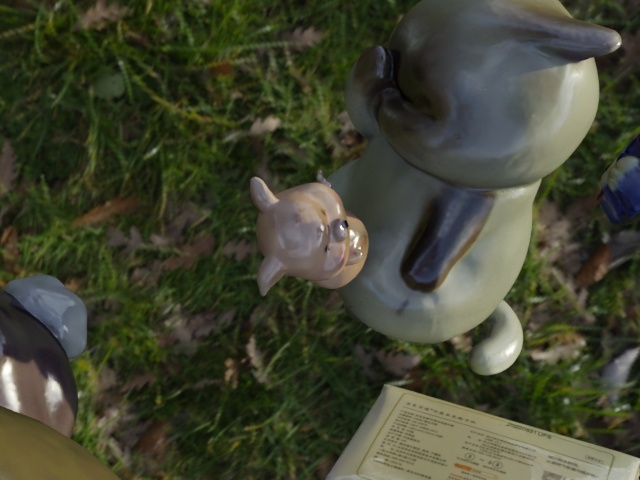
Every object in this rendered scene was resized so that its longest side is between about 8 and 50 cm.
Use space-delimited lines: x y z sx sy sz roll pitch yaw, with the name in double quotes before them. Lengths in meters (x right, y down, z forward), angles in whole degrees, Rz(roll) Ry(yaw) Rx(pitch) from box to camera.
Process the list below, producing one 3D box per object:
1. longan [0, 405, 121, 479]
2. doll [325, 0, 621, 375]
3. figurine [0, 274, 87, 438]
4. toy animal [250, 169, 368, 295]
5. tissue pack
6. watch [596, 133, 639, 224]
"longan" -0.188 0.195 0.499 0.258 0.258 0.258 9 64 -20
"doll" 0.116 -0.067 1.009 0.226 0.370 0.215 5 33 -9
"figurine" -0.374 0.194 0.976 0.206 0.365 0.218 29 25 -50
"toy animal" -0.006 0.002 0.897 0.150 0.089 0.083 28 32 -57
"tissue pack" 0.132 0.232 0.899 0.234 0.125 0.159 13 34 19
"watch" 0.315 -0.023 0.756 0.171 0.196 0.200 -39 78 8
